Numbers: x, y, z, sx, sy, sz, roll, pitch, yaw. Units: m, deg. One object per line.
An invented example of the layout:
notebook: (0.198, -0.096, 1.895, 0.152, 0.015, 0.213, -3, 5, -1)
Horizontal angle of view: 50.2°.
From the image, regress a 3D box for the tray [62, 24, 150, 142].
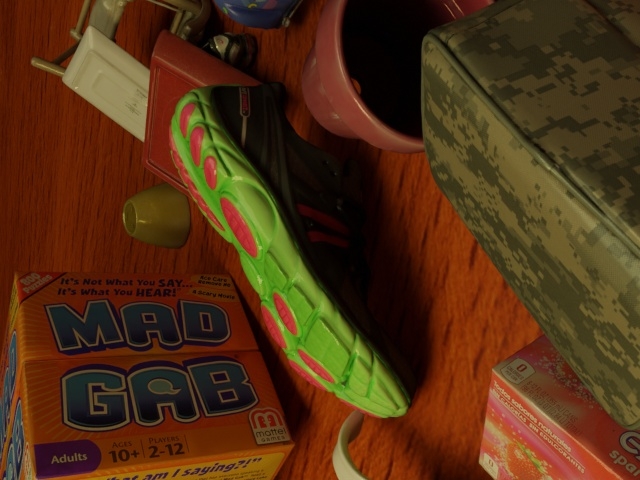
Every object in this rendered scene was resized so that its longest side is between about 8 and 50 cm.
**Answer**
tray: (-0.322, -0.237, 1.198, 0.270, 0.030, 0.145, 37, 131, -13)

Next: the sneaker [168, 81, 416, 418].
sneaker: (0.000, 0.000, 0.852, 0.482, 0.202, 0.185, 61, 154, 1)

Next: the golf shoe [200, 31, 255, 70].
golf shoe: (-0.186, -0.285, 1.127, 0.186, 0.086, 0.067, -34, 69, 50)

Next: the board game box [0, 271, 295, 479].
board game box: (-0.311, 0.298, 1.103, 0.356, 0.357, 0.356, -63, 38, 34)

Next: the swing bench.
swing bench: (-0.341, -0.372, 1.221, 0.253, 0.255, 0.165, -51, 12, 40)

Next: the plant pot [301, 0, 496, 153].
plant pot: (0.070, -0.189, 0.746, 0.180, 0.201, 0.201, 178, 87, -67)

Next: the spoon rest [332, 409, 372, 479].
spoon rest: (0.112, 0.315, 0.803, 0.276, 0.084, 0.137, 35, 128, 34)

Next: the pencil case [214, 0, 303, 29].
pencil case: (-0.028, -0.394, 0.884, 0.133, 0.119, 0.306, 46, 139, -10)

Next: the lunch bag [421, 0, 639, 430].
lunch bag: (0.250, -0.054, 0.482, 0.305, 0.256, 0.212, 59, 175, 31)

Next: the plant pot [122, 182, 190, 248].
plant pot: (-0.327, -0.047, 1.327, 0.134, 0.095, 0.134, 9, 102, 52)

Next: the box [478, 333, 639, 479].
box: (0.283, 0.196, 0.515, 0.300, 0.154, 0.142, 42, 149, 41)

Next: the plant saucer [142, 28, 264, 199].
plant saucer: (-0.194, -0.167, 1.095, 0.259, 0.048, 0.258, 34, 129, 23)
